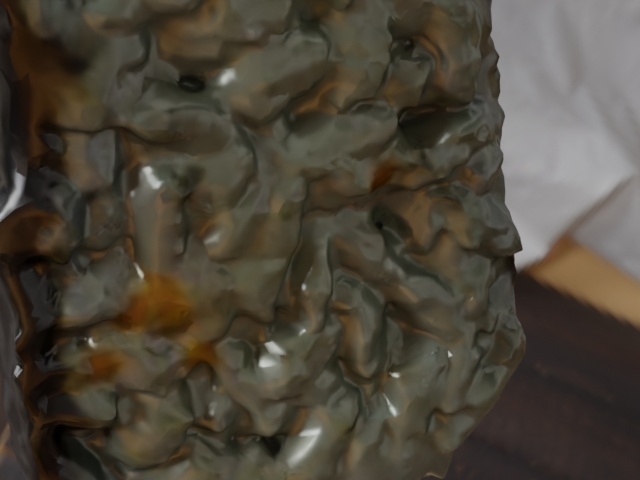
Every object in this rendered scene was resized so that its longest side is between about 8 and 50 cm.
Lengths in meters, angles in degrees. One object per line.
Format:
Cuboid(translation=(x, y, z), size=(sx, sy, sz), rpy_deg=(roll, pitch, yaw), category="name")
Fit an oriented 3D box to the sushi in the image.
Cuboid(translation=(-0.027, -0.035, 0.482), size=(0.136, 0.225, 0.126), rpy_deg=(-4, 29, -13), category="sushi")
